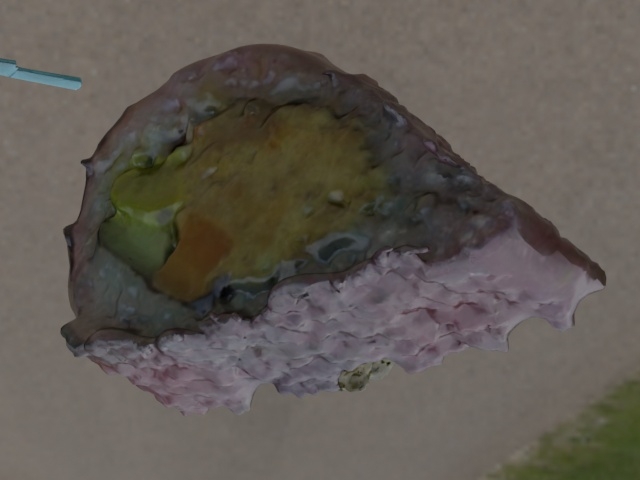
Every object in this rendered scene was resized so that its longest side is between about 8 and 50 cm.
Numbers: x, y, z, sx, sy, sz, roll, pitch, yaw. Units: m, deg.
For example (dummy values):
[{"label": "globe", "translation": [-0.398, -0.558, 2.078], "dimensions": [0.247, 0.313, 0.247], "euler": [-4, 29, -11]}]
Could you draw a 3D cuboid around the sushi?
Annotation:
[{"label": "sushi", "translation": [-0.002, -0.016, 0.662], "dimensions": [0.241, 0.161, 0.107], "euler": [-19, 143, 29]}]

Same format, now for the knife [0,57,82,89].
[{"label": "knife", "translation": [-0.179, -0.099, 0.868], "dimensions": [0.091, 0.005, 0.014], "euler": [8, 149, -32]}]
